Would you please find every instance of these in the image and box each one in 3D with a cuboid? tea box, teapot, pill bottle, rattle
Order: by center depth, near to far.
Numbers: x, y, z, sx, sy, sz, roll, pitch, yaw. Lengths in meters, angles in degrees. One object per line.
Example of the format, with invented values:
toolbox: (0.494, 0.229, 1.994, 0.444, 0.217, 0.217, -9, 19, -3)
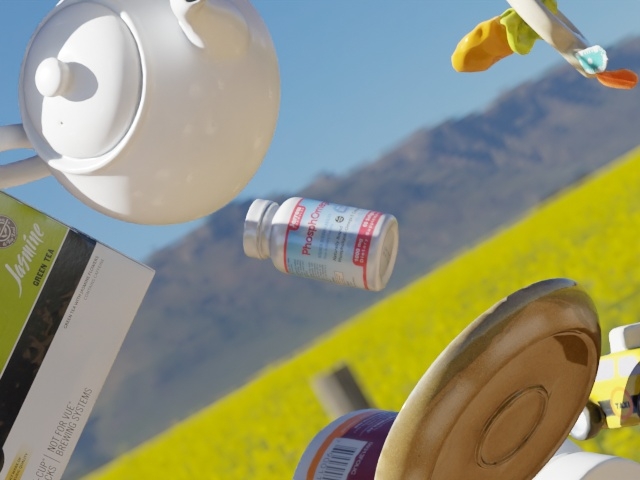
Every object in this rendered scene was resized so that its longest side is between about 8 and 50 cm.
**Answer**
teapot: (-0.176, -0.129, 1.701, 0.187, 0.252, 0.256, 1, -71, -52)
pill bottle: (0.168, 0.304, 2.095, 0.224, 0.224, 0.392, -27, 19, -36)
pill bottle: (0.000, 0.000, 2.165, 0.160, 0.087, 0.087, 11, 8, 15)
tea box: (-0.416, 0.114, 2.174, 0.220, 0.323, 0.329, -11, 52, 65)
rattle: (0.243, -0.197, 2.187, 0.143, 0.200, 0.130, -36, -30, 1)

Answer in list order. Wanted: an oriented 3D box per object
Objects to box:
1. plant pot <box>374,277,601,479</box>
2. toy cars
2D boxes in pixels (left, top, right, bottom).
plant pot: (0.137, 0.135, 1.491, 0.236, 0.032, 0.236, -31, -37, -27)
toy cars: (0.292, 0.115, 1.715, 0.176, 0.087, 0.393, -12, -5, 9)
